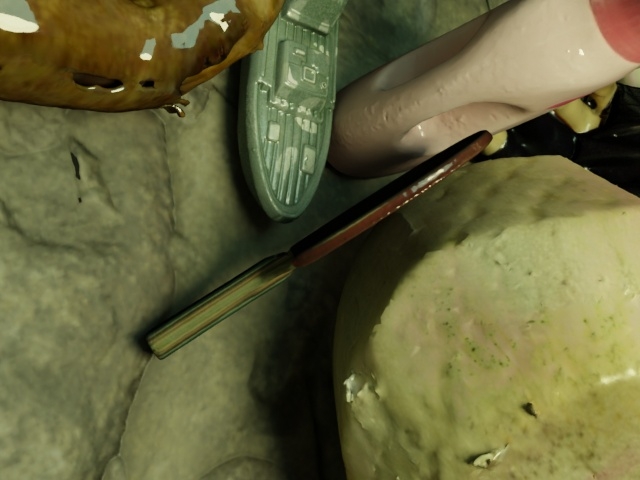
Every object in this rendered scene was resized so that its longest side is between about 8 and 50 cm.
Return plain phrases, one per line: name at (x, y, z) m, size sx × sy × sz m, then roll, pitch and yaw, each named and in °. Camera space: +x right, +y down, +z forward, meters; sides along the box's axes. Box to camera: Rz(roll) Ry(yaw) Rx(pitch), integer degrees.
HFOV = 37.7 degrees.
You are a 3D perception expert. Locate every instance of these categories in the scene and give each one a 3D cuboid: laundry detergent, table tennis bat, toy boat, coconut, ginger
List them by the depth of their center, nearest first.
ginger at (-0.163, -0.145, 0.591) m, size 0.309 × 0.107 × 0.133 m, roll -5°, pitch 100°, yaw -35°
table tennis bat at (0.000, 0.000, 0.644) m, size 0.274 × 0.154 × 0.021 m, roll -32°, pitch 94°, yaw -1°
laundry detergent at (0.140, -0.129, 0.672) m, size 0.159 × 0.335 × 0.088 m, roll -26°, pitch 94°, yaw -37°
coconut at (0.162, 0.107, 0.685) m, size 0.352 × 0.352 × 0.353 m, roll 7°, pitch 78°, yaw -37°
toy boat at (-0.018, -0.140, 0.713) m, size 0.078 × 0.085 × 0.261 m, roll 15°, pitch 74°, yaw -36°

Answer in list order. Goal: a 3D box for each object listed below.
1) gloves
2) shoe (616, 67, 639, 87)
gloves at (0.272, -0.083, 0.890) m, size 0.301 × 0.152 × 0.197 m, roll 19°, pitch 52°, yaw -29°
shoe at (0.392, -0.168, 1.035) m, size 0.180 × 0.089 × 0.092 m, roll 3°, pitch 80°, yaw -35°
